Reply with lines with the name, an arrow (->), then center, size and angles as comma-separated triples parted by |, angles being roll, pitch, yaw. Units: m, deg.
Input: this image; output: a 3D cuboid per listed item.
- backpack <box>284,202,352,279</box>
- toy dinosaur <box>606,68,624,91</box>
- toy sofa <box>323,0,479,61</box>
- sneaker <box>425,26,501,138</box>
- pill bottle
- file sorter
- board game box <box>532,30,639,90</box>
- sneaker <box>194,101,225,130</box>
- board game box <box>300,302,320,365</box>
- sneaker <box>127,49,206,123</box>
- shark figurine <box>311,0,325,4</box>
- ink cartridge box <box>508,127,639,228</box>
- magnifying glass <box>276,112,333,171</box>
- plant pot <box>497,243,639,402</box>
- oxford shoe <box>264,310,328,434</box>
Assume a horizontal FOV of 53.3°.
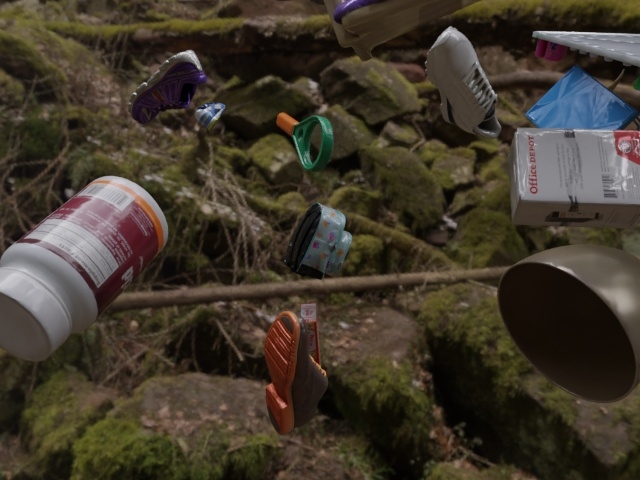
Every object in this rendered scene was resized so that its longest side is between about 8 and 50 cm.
backpack -> 0.000, 0.000, 1.686 | 0.144, 0.188, 0.166 | 15, 5, -16
toy dinosaur -> 0.667, -0.329, 1.526 | 0.092, 0.053, 0.183 | 59, -17, 2
toy sofa -> 0.170, -0.366, 0.765 | 0.363, 0.150, 0.177 | -20, -2, 14
sneaker -> 0.242, -0.253, 1.039 | 0.095, 0.090, 0.235 | 46, 2, 33
pill bottle -> -0.515, 0.051, 1.342 | 0.224, 0.224, 0.392 | 17, 40, 14
file sorter -> 0.467, -0.196, 1.104 | 0.104, 0.118, 0.170 | 28, 25, -37
board game box -> 0.620, -0.302, 1.082 | 0.390, 0.050, 0.390 | -1, 25, -10
sneaker -> -0.289, -0.337, 1.671 | 0.059, 0.053, 0.144 | 31, 22, -11
board game box -> -0.026, 0.283, 1.699 | 0.045, 0.193, 0.147 | -4, 14, 0
sneaker -> -0.245, -0.229, 1.016 | 0.170, 0.071, 0.068 | -31, 3, 39
shark figurine -> -0.017, -0.779, 1.812 | 0.166, 0.278, 0.116 | 28, 23, -12
ink cartridge box -> 0.282, -0.069, 0.708 | 0.135, 0.099, 0.056 | 3, -26, 6
magnifying glass -> -0.032, -0.187, 1.126 | 0.026, 0.092, 0.231 | 4, 21, -27
plant pot -> 0.491, 0.118, 1.146 | 0.191, 0.284, 0.284 | -30, 25, -24
oxford shoe -> -0.053, 0.306, 1.532 | 0.133, 0.363, 0.130 | -13, 40, -25
